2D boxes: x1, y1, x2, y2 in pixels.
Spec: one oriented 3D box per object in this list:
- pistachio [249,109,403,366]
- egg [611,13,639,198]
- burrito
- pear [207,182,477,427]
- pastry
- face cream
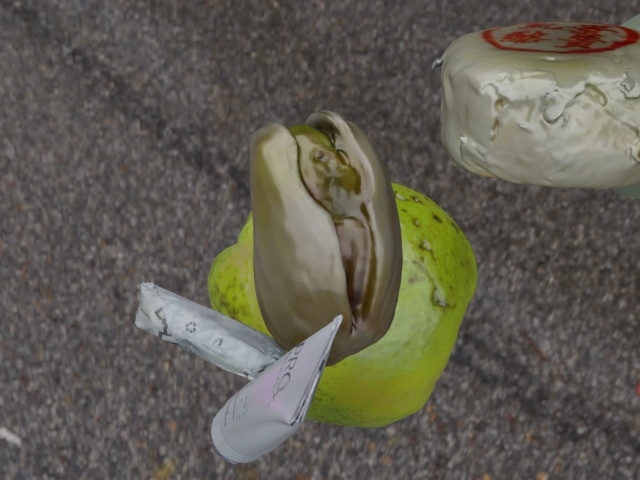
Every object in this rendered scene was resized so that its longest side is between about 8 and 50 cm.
[{"bbox_3d":[0.000,0.000,1.419,0.166,0.288,0.197,-11,10,-28],"label":"pistachio"},{"bbox_3d":[0.504,-0.200,1.861,0.258,0.352,0.258,2,63,-4],"label":"egg"},{"bbox_3d":[-0.130,0.111,1.486,0.203,0.064,0.064,25,54,6],"label":"burrito"},{"bbox_3d":[0.024,0.075,1.829,0.391,0.391,0.391,4,53,-5],"label":"pear"},{"bbox_3d":[0.233,-0.132,1.224,0.265,0.133,0.265,-1,23,0],"label":"pastry"},{"bbox_3d":[-0.037,0.135,1.038,0.058,0.243,0.092,26,64,-8],"label":"face cream"}]
